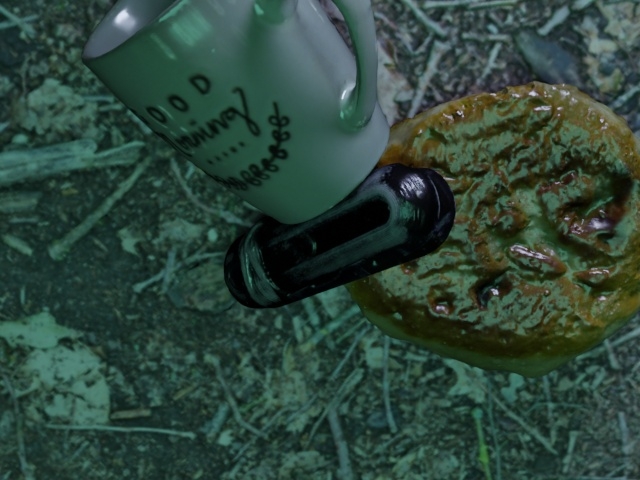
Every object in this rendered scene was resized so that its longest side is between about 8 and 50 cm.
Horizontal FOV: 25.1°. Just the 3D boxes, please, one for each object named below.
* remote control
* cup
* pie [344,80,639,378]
[{"bbox_3d":[0.000,0.000,1.297,0.266,0.066,0.090,-22,71,37],"label":"remote control"},{"bbox_3d":[-0.036,-0.145,1.214,0.234,0.186,0.258,46,144,-21],"label":"cup"},{"bbox_3d":[0.175,-0.009,1.348,0.315,0.092,0.315,0,109,-1],"label":"pie"}]
